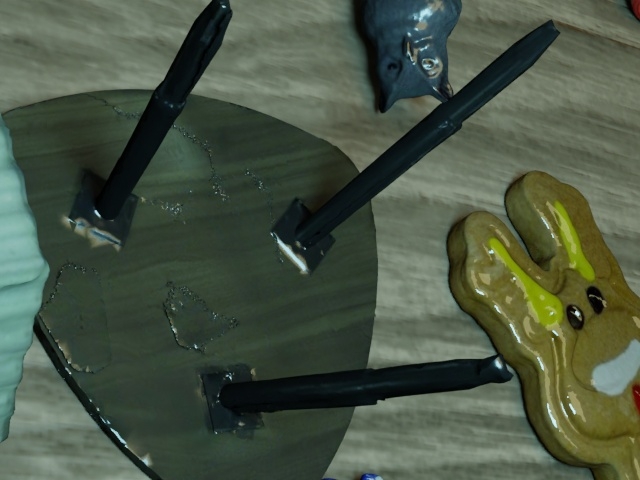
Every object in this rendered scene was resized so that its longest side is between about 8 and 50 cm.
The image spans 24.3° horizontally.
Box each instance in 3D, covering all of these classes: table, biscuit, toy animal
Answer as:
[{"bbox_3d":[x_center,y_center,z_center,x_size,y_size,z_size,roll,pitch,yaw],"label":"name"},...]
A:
[{"bbox_3d":[0.000,0.000,0.900,0.317,0.249,0.317,17,59,-31],"label":"table"},{"bbox_3d":[0.216,0.089,1.172,0.186,0.044,0.295,-35,92,-41],"label":"biscuit"},{"bbox_3d":[0.064,-0.198,1.182,0.117,0.121,0.210,39,51,-80],"label":"toy animal"}]

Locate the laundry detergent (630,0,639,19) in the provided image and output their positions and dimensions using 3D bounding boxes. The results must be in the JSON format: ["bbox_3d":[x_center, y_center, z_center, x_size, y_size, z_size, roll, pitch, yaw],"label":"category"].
[{"bbox_3d":[0.334,-0.280,1.441,0.097,0.049,0.165,29,52,-34],"label":"laundry detergent"}]

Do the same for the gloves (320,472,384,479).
[{"bbox_3d":[0.032,0.187,0.990,0.086,0.026,0.064,10,62,-30],"label":"gloves"}]

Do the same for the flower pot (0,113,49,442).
[{"bbox_3d":[-0.266,0.011,0.710,0.190,0.239,0.209,-12,46,-43],"label":"flower pot"}]
